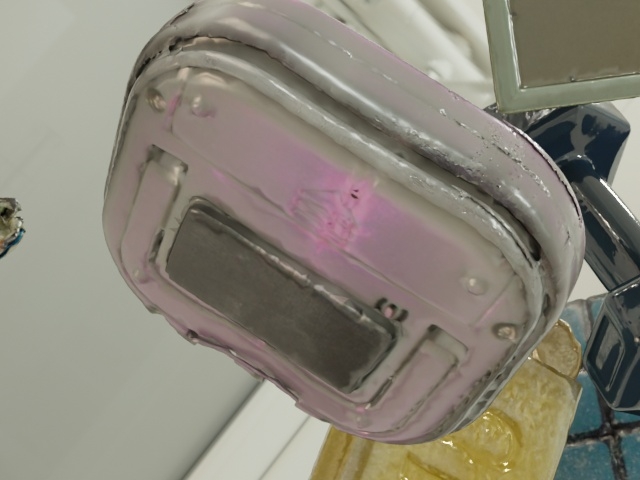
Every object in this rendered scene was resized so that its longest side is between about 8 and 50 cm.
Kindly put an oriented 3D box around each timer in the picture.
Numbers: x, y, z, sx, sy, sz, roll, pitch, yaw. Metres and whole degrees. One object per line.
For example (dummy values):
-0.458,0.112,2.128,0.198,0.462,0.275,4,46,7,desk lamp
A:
0.000,0.000,0.478,0.209,0.069,0.190,30,-42,4,timer

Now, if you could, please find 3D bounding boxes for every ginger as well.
0.214,0.139,1.051,0.095,0.069,0.190,48,-30,44,ginger

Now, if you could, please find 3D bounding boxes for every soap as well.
0.078,0.203,0.814,0.173,0.274,0.089,27,-16,-17,soap

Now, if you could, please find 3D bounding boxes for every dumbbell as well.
0.245,-0.003,0.923,0.143,0.156,0.316,54,8,-47,dumbbell

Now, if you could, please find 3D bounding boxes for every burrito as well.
-0.296,-0.006,0.860,0.171,0.051,0.042,-6,-38,41,burrito

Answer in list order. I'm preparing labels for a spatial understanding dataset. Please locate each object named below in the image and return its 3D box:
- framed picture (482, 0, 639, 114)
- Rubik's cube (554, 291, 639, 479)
0.219,-0.246,0.762,0.232,0.296,0.019,-6,-3,1,framed picture
0.301,0.292,1.268,0.344,0.337,0.344,46,32,-51,Rubik's cube
